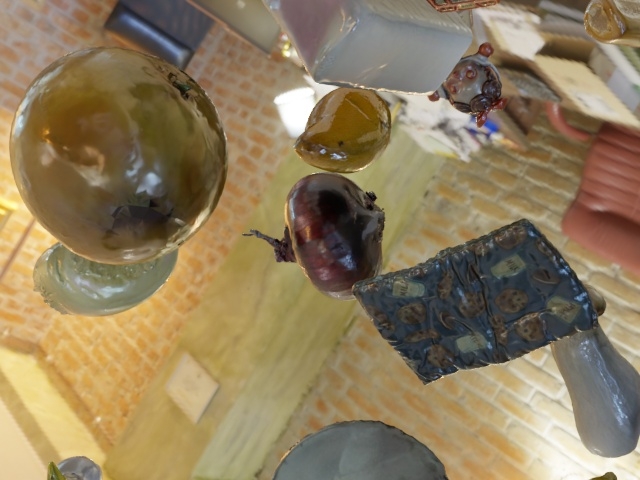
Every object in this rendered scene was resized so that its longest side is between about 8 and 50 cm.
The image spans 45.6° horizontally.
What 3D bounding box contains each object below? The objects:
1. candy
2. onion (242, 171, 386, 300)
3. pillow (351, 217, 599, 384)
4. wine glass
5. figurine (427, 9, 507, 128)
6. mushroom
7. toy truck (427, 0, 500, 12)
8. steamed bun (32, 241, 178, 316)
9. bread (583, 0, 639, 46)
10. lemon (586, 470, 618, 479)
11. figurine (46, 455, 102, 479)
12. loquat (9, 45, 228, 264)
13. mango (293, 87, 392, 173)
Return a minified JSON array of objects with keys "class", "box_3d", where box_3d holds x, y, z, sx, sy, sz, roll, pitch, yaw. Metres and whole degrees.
[{"class":"candy","box_3d":[0.082,-0.363,1.254,0.359,0.145,0.208,-7,-122,-50]},{"class":"onion","box_3d":[0.000,0.000,1.541,0.273,0.285,0.273,-18,-90,-82]},{"class":"pillow","box_3d":[0.186,0.082,0.923,0.189,0.255,0.034,51,-149,-24]},{"class":"wine glass","box_3d":[0.039,0.423,0.907,0.267,0.267,0.406,32,138,30]},{"class":"figurine","box_3d":[0.316,-0.360,1.686,0.226,0.183,0.160,59,-170,10]},{"class":"mushroom","box_3d":[0.446,0.207,1.240,0.328,0.122,0.159,61,-153,-23]},{"class":"toy truck","box_3d":[0.180,-0.419,0.943,0.107,0.252,0.114,1,166,31]},{"class":"steamed bun","box_3d":[-0.400,0.061,1.461,0.232,0.273,0.166,-30,83,53]},{"class":"bread","box_3d":[0.536,-0.378,1.322,0.239,0.074,0.092,-11,-106,-43]},{"class":"lemon","box_3d":[0.370,0.357,0.998,0.082,0.110,0.082,22,170,4]},{"class":"figurine","box_3d":[-0.309,0.343,0.959,0.109,0.178,0.129,-2,-157,6]},{"class":"loquat","box_3d":[-0.240,-0.104,0.923,0.263,0.263,0.263,31,-179,0]},{"class":"mango","box_3d":[0.042,-0.192,1.376,0.157,0.109,0.262,31,-135,10]}]
